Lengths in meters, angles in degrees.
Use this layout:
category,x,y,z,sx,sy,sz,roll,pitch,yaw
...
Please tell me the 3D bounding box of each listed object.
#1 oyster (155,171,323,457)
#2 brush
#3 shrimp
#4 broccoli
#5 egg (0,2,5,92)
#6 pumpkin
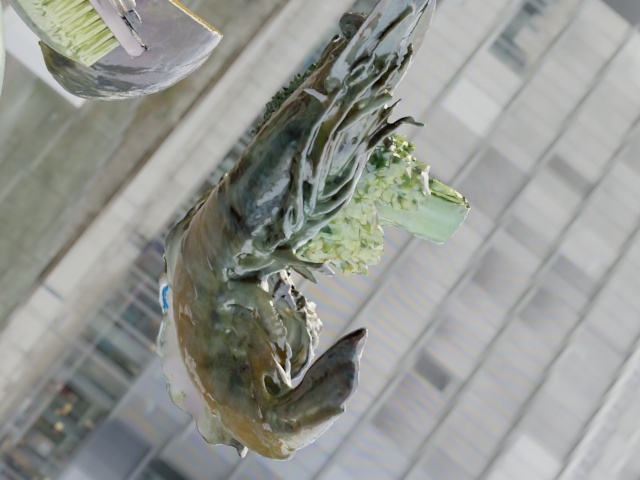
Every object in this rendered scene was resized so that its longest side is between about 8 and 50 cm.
category,x,y,z,sx,sy,sz,roll,pitch,yaw
oyster,-0.079,0.073,1.475,0.083,0.214,0.223,3,121,-42
brush,-0.195,-0.211,0.937,0.067,0.313,0.072,-31,-133,1
shrimp,0.000,0.000,0.864,0.058,0.169,0.296,-3,141,-40
broccoli,0.035,-0.051,1.291,0.194,0.194,0.219,-52,-168,-13
egg,-0.255,-0.072,0.780,0.183,0.182,0.264,-48,-157,53
pumpkin,-0.236,-0.233,1.920,0.169,0.148,0.312,-56,143,1
